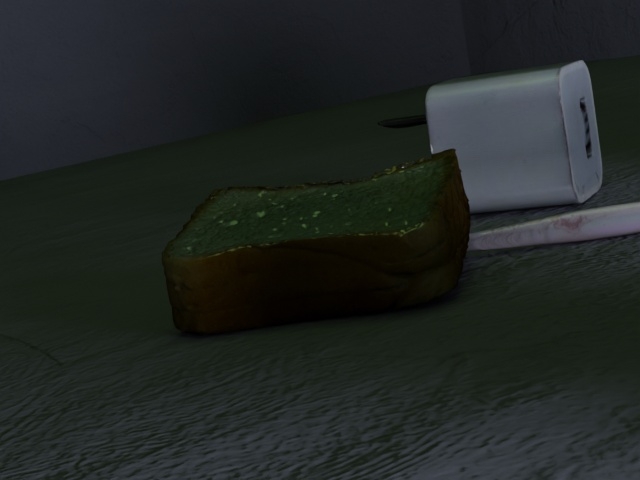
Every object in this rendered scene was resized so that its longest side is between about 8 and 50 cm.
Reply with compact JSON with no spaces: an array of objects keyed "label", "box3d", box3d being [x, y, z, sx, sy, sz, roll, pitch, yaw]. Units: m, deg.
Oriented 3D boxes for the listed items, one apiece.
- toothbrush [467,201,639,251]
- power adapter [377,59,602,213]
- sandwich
[{"label":"toothbrush","box3d":[0.146,-0.002,1.021,0.307,0.025,0.029,-8,18,12]},{"label":"power adapter","box3d":[0.154,-0.095,1.250,0.205,0.130,0.125,-4,11,26]},{"label":"sandwich","box3d":[0.000,0.000,0.969,0.214,0.065,0.186,-7,18,16]}]
